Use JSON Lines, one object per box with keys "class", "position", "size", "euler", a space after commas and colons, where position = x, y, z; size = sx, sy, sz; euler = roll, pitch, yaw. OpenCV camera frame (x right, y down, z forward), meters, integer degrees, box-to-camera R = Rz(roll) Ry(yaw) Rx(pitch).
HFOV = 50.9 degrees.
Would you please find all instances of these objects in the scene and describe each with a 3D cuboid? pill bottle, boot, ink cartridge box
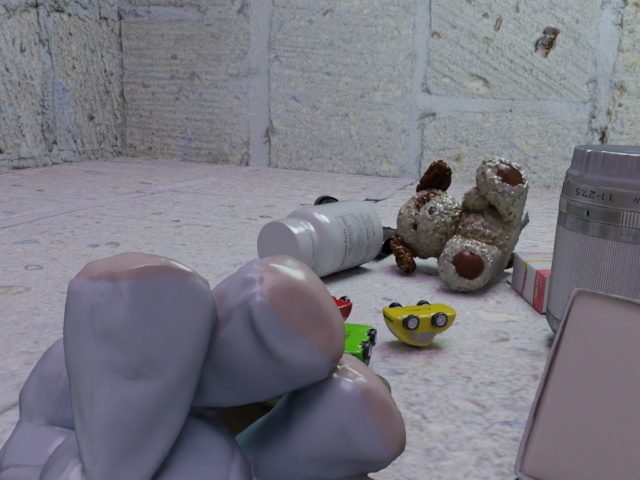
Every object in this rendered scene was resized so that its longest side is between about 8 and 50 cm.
{"class": "pill bottle", "position": [0.000, 0.000, 1.226], "size": [0.131, 0.131, 0.229], "euler": [12, 16, 38]}
{"class": "boot", "position": [0.077, -0.022, 1.485], "size": [0.229, 0.091, 0.263], "euler": [12, 19, 18]}
{"class": "ink cartridge box", "position": [0.402, 0.064, 1.152], "size": [0.116, 0.067, 0.198], "euler": [1, 12, -3]}

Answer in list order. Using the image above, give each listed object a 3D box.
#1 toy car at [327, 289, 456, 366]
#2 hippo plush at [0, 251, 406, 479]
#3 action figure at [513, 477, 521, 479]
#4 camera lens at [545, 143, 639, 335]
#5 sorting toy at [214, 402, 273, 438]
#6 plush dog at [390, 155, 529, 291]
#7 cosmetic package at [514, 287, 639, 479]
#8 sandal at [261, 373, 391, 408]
{"class": "toy car", "position": [0.047, 0.123, 0.867], "size": [0.239, 0.053, 0.225], "euler": [5, 13, 15]}
{"class": "hippo plush", "position": [-0.099, 0.159, 0.428], "size": [0.234, 0.294, 0.237], "euler": [25, -24, -26]}
{"class": "action figure", "position": [0.196, 0.212, 0.491], "size": [0.137, 0.063, 0.232], "euler": [-1, 9, 1]}
{"class": "camera lens", "position": [0.425, 0.018, 0.890], "size": [0.220, 0.274, 0.219], "euler": [2, 12, -1]}
{"class": "sorting toy", "position": [-0.093, 0.175, 0.621], "size": [0.132, 0.046, 0.275], "euler": [-5, 15, -29]}
{"class": "plush dog", "position": [0.253, -0.024, 1.271], "size": [0.226, 0.262, 0.210], "euler": [20, -14, 26]}
{"class": "cosmetic package", "position": [0.250, 0.121, 0.520], "size": [0.153, 0.129, 0.296], "euler": [17, 0, 20]}
{"class": "sandal", "position": [-0.027, 0.103, 0.643], "size": [0.120, 0.086, 0.303], "euler": [23, -1, 37]}
